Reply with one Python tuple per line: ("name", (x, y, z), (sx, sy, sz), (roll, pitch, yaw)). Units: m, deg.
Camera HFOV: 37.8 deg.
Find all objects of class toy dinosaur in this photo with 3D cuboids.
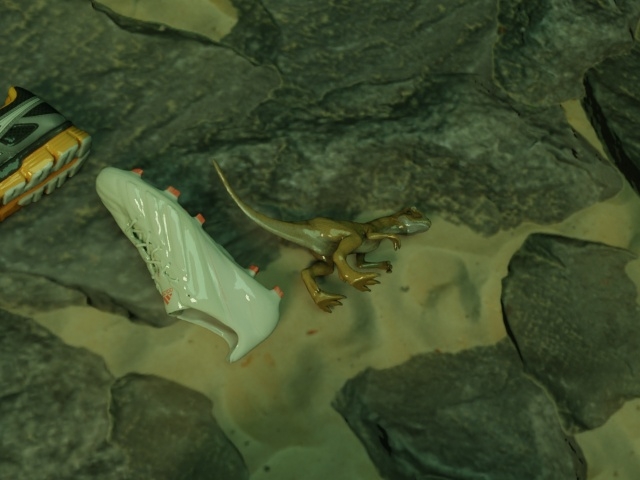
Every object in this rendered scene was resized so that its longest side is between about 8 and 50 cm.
("toy dinosaur", (0.000, 0.000, 0.833), (0.212, 0.064, 0.112), (5, 53, -27))

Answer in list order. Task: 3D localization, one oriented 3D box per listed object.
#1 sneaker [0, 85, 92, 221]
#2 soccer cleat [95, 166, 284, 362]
("sneaker", (-0.285, -0.045, 0.731), (0.083, 0.084, 0.215), (48, 55, 3))
("soccer cleat", (-0.118, 0.018, 0.774), (0.196, 0.068, 0.076), (42, 67, -6))
